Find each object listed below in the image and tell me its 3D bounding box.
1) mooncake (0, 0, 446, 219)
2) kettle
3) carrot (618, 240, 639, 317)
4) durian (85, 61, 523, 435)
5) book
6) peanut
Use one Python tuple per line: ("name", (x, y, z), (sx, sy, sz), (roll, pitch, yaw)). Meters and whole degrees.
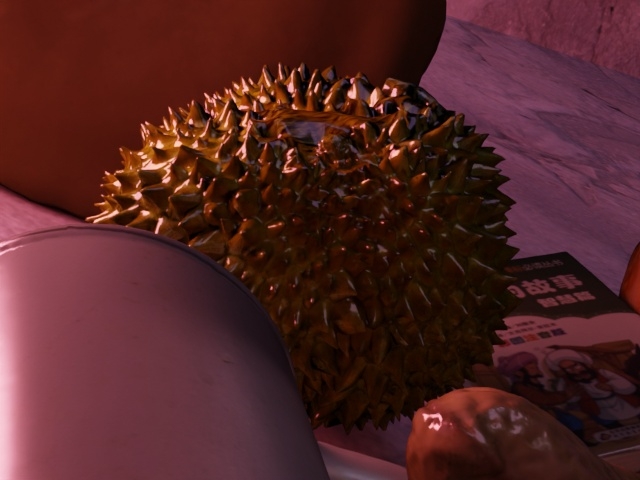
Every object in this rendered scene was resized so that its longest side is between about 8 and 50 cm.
("mooncake", (-0.121, -0.248, 1.190), (0.467, 0.467, 0.262), (20, 17, -11))
("kettle", (-0.053, 0.134, 0.538), (0.265, 0.205, 0.318), (-13, 22, -5))
("carrot", (0.385, 0.103, 1.176), (0.224, 0.224, 0.340), (11, 30, -33))
("durian", (0.003, -0.002, 0.949), (0.291, 0.224, 0.291), (33, 5, -3))
("book", (0.169, 0.092, 1.139), (0.202, 0.027, 0.264), (-9, 31, -21))
("peanut", (0.096, 0.114, 0.618), (0.174, 0.080, 0.080), (39, 7, -36))
